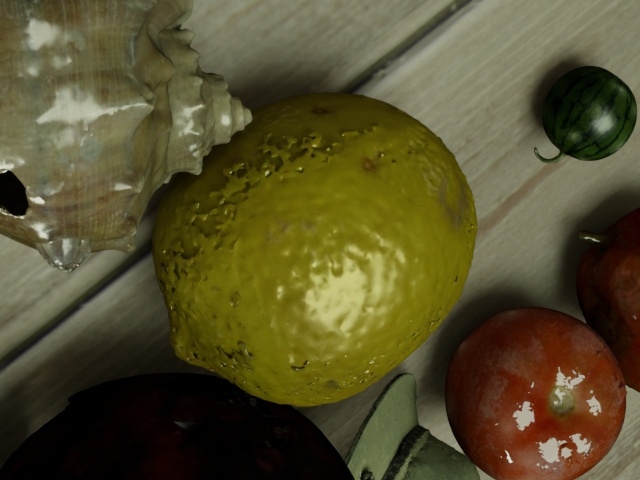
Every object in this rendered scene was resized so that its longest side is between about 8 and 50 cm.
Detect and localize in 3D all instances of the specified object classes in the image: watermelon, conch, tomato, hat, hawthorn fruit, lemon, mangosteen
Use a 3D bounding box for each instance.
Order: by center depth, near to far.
[{"bbox_3d":[-0.189,-0.094,0.737,0.324,0.186,0.263,-17,147,-35],"label":"conch"},{"bbox_3d":[0.000,0.000,0.915,0.310,0.258,0.258,-33,131,-19],"label":"lemon"},{"bbox_3d":[-0.122,0.321,0.961,0.381,0.381,0.421,-20,136,-20],"label":"mangosteen"},{"bbox_3d":[0.281,-0.128,1.106,0.109,0.109,0.109,-16,126,-23],"label":"watermelon"},{"bbox_3d":[0.105,0.285,1.159,0.257,0.130,0.257,-52,153,-41],"label":"hat"},{"bbox_3d":[0.244,0.179,1.216,0.208,0.184,0.208,1,85,-11],"label":"tomato"},{"bbox_3d":[0.405,0.061,1.238,0.261,0.224,0.224,41,93,-22],"label":"hawthorn fruit"}]
